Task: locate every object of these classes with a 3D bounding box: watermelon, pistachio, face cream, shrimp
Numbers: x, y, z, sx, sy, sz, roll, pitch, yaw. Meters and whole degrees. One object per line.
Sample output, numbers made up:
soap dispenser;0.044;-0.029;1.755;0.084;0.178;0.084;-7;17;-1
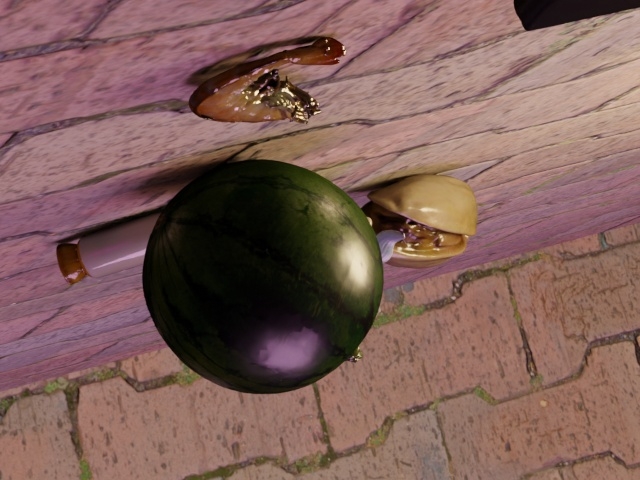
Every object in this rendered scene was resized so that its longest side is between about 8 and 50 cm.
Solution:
watermelon;-0.056;0.037;1.740;0.242;0.242;0.242;-16;174;-2
pistachio;0.122;-0.029;2.246;0.206;0.131;0.129;0;118;-53
face cream;-0.199;0.002;1.913;0.182;0.051;0.072;-17;178;7
shrimp;-0.023;-0.126;1.360;0.124;0.034;0.178;-28;164;31

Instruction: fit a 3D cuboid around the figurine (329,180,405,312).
figurine;0.000;0.000;1.981;0.208;0.128;0.184;26;-165;26

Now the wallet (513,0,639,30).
wallet;0.273;-0.216;1.283;0.250;0.044;0.149;-14;169;-16
